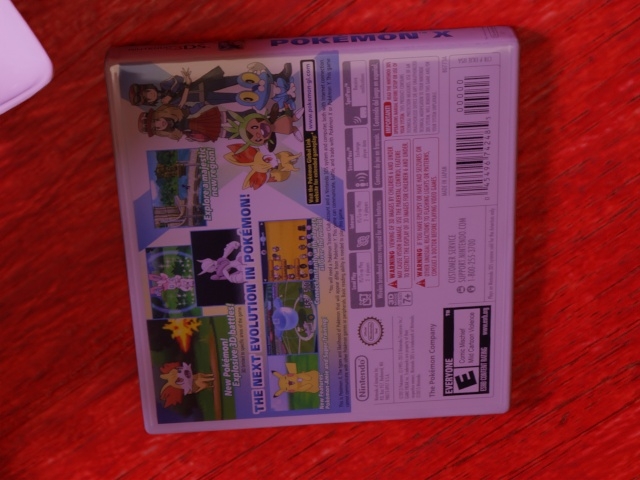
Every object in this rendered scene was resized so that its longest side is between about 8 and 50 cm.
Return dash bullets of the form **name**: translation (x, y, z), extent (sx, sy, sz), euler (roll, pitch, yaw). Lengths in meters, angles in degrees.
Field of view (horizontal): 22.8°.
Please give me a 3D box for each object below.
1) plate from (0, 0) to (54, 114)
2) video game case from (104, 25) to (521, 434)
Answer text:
- **plate**: translation (-0.339, -0.123, 0.981), extent (0.278, 0.277, 0.045), euler (-32, 159, -8)
- **video game case**: translation (0.000, 0.000, 1.215), extent (0.299, 0.036, 0.329), euler (-3, 119, -2)
